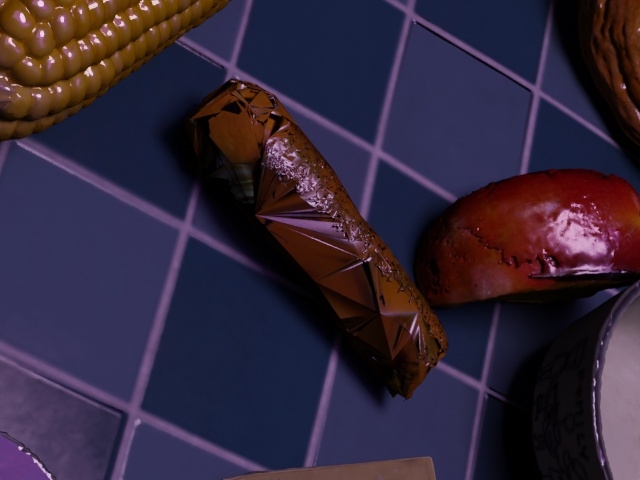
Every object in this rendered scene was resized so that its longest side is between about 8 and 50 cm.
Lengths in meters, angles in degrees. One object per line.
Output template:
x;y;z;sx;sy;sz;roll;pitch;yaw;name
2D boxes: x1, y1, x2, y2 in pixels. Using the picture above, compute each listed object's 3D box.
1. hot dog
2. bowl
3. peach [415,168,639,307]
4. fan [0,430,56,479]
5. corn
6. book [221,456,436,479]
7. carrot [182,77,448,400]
0.289;-0.157;1.283;0.175;0.114;0.259;-39;97;-35;hot dog
0.221;0.132;1.114;0.211;0.112;0.211;12;70;-36;bowl
0.147;-0.003;1.128;0.172;0.127;0.092;-3;82;-12;peach
-0.231;0.173;0.761;0.294;0.012;0.223;28;69;-14;fan
-0.126;-0.160;0.952;0.347;0.130;0.130;-38;98;-42;corn
0.019;0.231;0.992;0.168;0.013;0.192;1;74;-38;book
0.001;-0.001;1.032;0.228;0.069;0.069;52;51;-12;carrot
